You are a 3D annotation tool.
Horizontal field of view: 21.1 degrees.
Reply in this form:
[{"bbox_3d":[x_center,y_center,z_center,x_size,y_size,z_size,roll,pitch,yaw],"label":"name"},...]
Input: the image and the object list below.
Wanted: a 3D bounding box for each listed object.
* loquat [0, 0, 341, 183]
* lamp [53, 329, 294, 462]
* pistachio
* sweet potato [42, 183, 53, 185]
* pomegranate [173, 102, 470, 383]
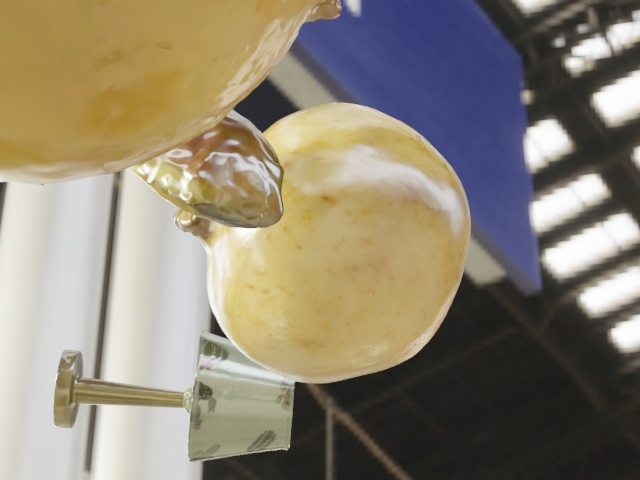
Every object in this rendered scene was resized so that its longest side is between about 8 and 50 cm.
[{"bbox_3d":[-0.116,-0.157,0.580,0.284,0.276,0.276,24,-42,-15],"label":"loquat"},{"bbox_3d":[-0.130,0.140,1.562,0.214,0.121,0.121,6,-37,1],"label":"lamp"},{"bbox_3d":[-0.075,-0.061,1.003,0.089,0.173,0.049,4,-64,-45],"label":"pistachio"},{"bbox_3d":[-0.146,-0.109,1.151,0.077,0.077,0.243,22,-36,-27],"label":"sweet potato"},{"bbox_3d":[0.000,0.000,1.120,0.196,0.196,0.196,0,-37,0],"label":"pomegranate"}]
